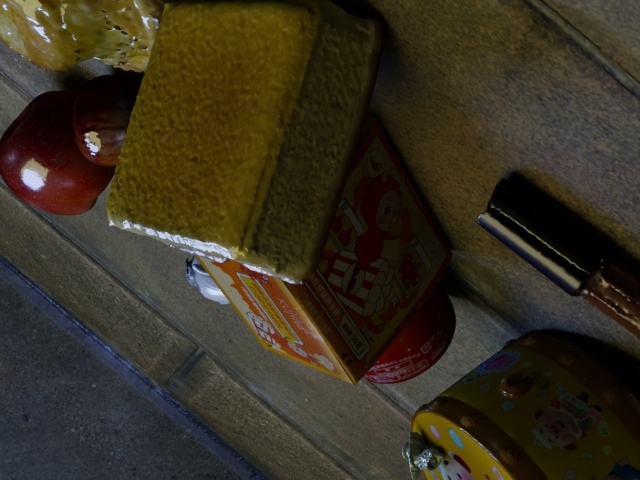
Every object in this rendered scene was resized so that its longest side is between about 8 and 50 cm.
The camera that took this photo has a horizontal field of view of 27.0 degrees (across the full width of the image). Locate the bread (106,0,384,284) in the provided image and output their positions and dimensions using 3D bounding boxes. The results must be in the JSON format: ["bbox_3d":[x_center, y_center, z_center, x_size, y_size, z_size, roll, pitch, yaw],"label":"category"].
[{"bbox_3d":[-0.101,-0.138,1.652,0.143,0.333,0.324,18,178,-42],"label":"bread"}]

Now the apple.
[{"bbox_3d":[-0.459,-0.156,2.368,0.201,0.218,0.218,36,160,-14],"label":"apple"}]

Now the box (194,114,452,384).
[{"bbox_3d":[0.000,0.000,1.862,0.214,0.259,0.283,14,148,45],"label":"box"}]

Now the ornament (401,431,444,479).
[{"bbox_3d":[0.145,0.316,1.962,0.092,0.041,0.068,-127,36,-57],"label":"ornament"}]

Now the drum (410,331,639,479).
[{"bbox_3d":[0.336,0.362,1.940,0.431,0.214,0.431,50,161,25],"label":"drum"}]

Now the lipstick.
[{"bbox_3d":[0.375,0.069,1.636,0.418,0.077,0.077,36,159,6],"label":"lipstick"}]

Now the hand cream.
[{"bbox_3d":[0.100,0.110,2.015,0.193,0.193,0.125,19,152,43],"label":"hand cream"}]

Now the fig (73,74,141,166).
[{"bbox_3d":[-0.322,-0.203,2.170,0.202,0.148,0.149,-19,166,27],"label":"fig"}]

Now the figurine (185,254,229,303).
[{"bbox_3d":[-0.153,0.029,2.362,0.128,0.184,0.208,57,-169,-53],"label":"figurine"}]

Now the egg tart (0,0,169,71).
[{"bbox_3d":[-0.400,-0.382,1.870,0.443,0.178,0.443,35,160,15],"label":"egg tart"}]
